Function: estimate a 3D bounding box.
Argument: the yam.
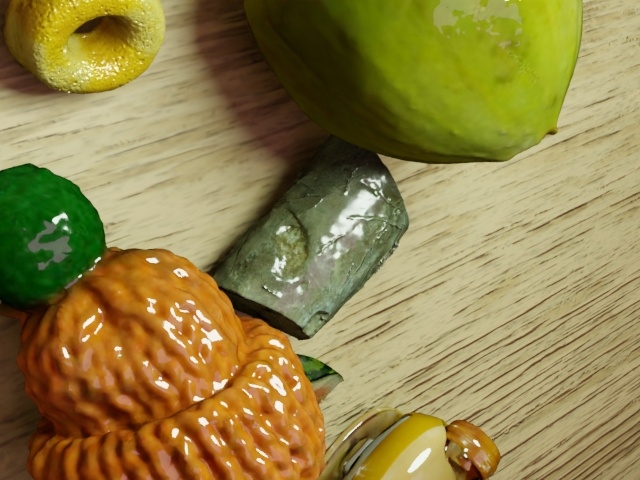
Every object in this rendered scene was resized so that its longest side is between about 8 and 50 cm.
[{"bbox_3d":[0.000,0.000,1.025,0.254,0.154,0.154,-51,127,-17],"label":"yam"}]

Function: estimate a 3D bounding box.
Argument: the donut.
[{"bbox_3d":[-0.210,-0.196,0.816,0.152,0.058,0.152,-30,151,-18],"label":"donut"}]

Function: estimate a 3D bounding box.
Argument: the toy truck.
[{"bbox_3d":[0.125,0.352,1.180,0.204,0.211,0.288,-44,129,-21],"label":"toy truck"}]

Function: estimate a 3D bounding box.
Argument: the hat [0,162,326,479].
[{"bbox_3d":[-0.177,0.099,0.877,0.285,0.285,0.400,-25,98,-31],"label":"hat"}]

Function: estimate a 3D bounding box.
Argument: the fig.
[{"bbox_3d":[0.106,-0.231,0.912,0.343,0.343,0.343,-12,110,-35],"label":"fig"}]

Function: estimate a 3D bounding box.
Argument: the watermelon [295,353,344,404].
[{"bbox_3d":[-0.066,0.215,1.094,0.245,0.063,0.119,-37,141,-30],"label":"watermelon"}]
